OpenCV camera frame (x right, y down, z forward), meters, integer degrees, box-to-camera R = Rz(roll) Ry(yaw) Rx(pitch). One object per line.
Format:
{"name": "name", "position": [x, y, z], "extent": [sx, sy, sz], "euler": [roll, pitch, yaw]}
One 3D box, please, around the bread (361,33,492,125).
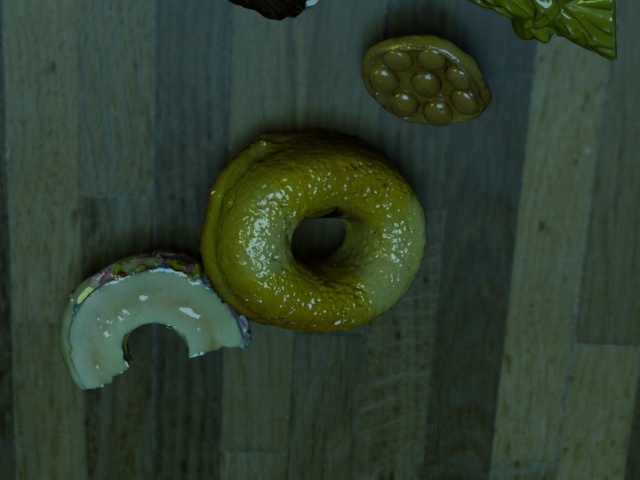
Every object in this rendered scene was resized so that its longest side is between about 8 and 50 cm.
{"name": "bread", "position": [0.086, -0.128, 1.324], "extent": [0.110, 0.024, 0.110], "euler": [13, 148, 8]}

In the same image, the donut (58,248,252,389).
{"name": "donut", "position": [-0.148, 0.057, 1.411], "extent": [0.166, 0.065, 0.108], "euler": [-13, 113, 6]}

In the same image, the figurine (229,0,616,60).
{"name": "figurine", "position": [0.065, -0.231, 1.252], "extent": [0.315, 0.168, 0.187], "euler": [0, 126, 10]}

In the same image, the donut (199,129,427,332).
{"name": "donut", "position": [0.001, -0.001, 1.355], "extent": [0.190, 0.074, 0.174], "euler": [17, 96, -21]}
